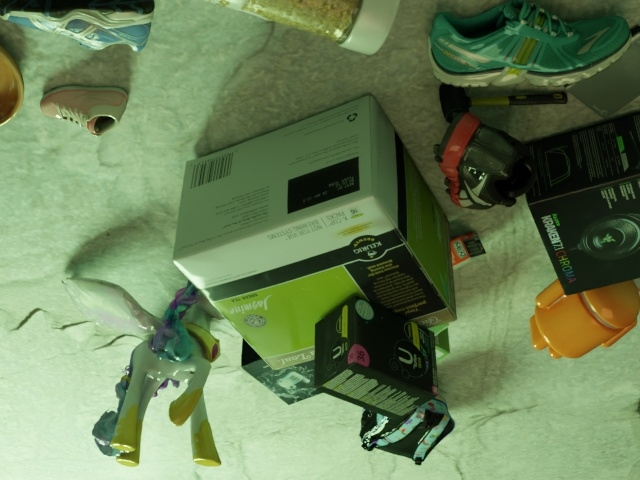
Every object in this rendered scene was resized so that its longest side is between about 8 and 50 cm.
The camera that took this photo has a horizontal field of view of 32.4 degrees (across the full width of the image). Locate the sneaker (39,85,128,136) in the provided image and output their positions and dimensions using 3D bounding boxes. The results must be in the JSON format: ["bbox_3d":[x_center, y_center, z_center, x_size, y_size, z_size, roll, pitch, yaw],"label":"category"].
[{"bbox_3d":[-0.353,-0.188,1.623,0.134,0.070,0.051,-3,140,6],"label":"sneaker"}]

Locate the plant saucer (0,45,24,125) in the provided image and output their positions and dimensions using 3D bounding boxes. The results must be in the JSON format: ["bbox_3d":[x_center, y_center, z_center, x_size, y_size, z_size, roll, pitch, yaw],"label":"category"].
[{"bbox_3d":[-0.528,-0.240,1.594,0.200,0.037,0.200,1,139,1],"label":"plant saucer"}]

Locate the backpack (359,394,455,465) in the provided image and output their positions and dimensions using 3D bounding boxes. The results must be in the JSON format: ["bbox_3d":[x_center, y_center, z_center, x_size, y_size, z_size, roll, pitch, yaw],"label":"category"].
[{"bbox_3d":[0.178,0.350,2.183,0.158,0.117,0.173,19,136,-19],"label":"backpack"}]

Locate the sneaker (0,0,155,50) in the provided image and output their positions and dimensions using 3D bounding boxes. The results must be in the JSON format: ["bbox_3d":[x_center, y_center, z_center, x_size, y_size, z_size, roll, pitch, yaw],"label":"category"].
[{"bbox_3d":[-0.331,-0.297,1.491,0.211,0.080,0.081,5,135,-3],"label":"sneaker"}]

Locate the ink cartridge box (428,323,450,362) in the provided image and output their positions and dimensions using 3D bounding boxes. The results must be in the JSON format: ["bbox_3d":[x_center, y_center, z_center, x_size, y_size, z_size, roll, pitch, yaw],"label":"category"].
[{"bbox_3d":[0.177,0.172,1.987,0.062,0.109,0.209,27,132,-27],"label":"ink cartridge box"}]

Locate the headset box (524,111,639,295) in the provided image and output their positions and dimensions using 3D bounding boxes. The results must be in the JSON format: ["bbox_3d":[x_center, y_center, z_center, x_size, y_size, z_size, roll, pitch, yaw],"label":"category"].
[{"bbox_3d":[0.479,-0.062,1.697,0.283,0.131,0.246,-15,137,17],"label":"headset box"}]

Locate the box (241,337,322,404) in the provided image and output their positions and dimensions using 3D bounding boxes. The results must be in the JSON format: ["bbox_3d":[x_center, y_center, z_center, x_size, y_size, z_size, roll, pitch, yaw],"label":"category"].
[{"bbox_3d":[-0.040,0.214,2.054,0.156,0.093,0.158,-23,134,25],"label":"box"}]

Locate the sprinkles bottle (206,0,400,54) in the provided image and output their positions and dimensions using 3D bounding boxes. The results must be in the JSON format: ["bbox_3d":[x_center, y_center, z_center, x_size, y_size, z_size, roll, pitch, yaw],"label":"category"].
[{"bbox_3d":[-0.078,-0.344,1.401,0.355,0.121,0.121,15,137,-14],"label":"sprinkles bottle"}]

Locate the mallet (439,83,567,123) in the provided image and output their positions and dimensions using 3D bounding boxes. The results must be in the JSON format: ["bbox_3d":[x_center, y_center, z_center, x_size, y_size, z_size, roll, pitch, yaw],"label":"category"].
[{"bbox_3d":[0.265,-0.211,1.613,0.190,0.062,0.039,-9,145,-11],"label":"mallet"}]

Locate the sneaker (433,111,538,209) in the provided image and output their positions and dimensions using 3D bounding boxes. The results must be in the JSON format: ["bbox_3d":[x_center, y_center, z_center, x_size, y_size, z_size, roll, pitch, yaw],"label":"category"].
[{"bbox_3d":[0.253,-0.093,1.619,0.135,0.097,0.276,27,172,20],"label":"sneaker"}]

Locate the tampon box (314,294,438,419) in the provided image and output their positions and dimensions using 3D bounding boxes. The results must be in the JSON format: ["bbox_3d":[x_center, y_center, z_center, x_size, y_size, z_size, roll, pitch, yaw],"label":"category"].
[{"bbox_3d":[0.083,0.179,1.658,0.161,0.120,0.101,25,135,-29],"label":"tampon box"}]

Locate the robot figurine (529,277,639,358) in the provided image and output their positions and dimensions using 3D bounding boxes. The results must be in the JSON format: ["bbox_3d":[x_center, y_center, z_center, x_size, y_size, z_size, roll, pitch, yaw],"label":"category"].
[{"bbox_3d":[0.463,0.122,1.911,0.158,0.128,0.219,52,128,5],"label":"robot figurine"}]

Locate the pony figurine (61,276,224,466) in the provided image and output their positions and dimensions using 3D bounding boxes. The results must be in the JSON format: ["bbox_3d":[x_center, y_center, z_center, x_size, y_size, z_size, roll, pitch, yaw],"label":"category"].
[{"bbox_3d":[-0.275,0.201,1.906,0.351,0.363,0.303,-9,148,35],"label":"pony figurine"}]

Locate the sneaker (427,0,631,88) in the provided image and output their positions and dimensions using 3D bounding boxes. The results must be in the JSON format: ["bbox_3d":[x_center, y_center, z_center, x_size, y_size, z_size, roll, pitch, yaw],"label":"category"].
[{"bbox_3d":[0.282,-0.273,1.492,0.275,0.107,0.110,-5,129,7],"label":"sneaker"}]

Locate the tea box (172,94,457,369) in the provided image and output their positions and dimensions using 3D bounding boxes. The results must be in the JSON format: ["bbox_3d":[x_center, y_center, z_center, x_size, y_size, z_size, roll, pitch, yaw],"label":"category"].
[{"bbox_3d":[0.000,0.000,1.714,0.329,0.220,0.323,-17,135,19],"label":"tea box"}]

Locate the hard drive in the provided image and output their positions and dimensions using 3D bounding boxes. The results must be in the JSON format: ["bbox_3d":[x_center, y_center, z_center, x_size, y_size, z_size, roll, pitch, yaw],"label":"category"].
[{"bbox_3d":[0.430,-0.239,1.580,0.094,0.022,0.135,30,132,-29],"label":"hard drive"}]

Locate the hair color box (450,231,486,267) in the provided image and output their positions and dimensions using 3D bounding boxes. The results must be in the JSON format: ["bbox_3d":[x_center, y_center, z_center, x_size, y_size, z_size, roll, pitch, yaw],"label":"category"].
[{"bbox_3d":[0.201,0.037,1.859,0.141,0.043,0.072,-29,171,30],"label":"hair color box"}]
